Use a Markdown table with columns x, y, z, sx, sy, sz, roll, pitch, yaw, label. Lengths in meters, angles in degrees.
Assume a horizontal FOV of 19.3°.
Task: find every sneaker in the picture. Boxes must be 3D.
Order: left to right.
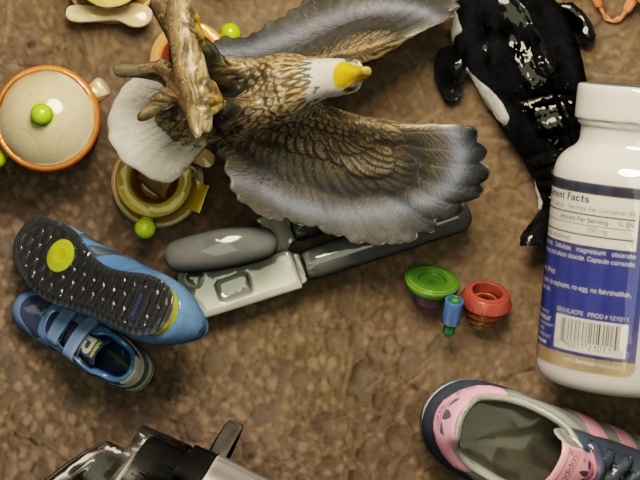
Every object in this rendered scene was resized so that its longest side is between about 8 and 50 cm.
| x | y | z | sx | sy | sz | roll | pitch | yaw | label |
| --- | --- | --- | --- | --- | --- | --- | --- | --- | --- |
| -0.217 | 0.088 | 1.716 | 0.144 | 0.059 | 0.053 | 29 | 89 | 3 | sneaker |
| -0.190 | 0.043 | 1.704 | 0.209 | 0.082 | 0.069 | 25 | 88 | 32 | sneaker |
| 0.240 | 0.214 | 1.671 | 0.319 | 0.131 | 0.112 | 18 | 87 | 1 | sneaker |

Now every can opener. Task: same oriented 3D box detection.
| x | y | z | sx | sy | sz | roll | pitch | yaw | label |
| --- | --- | --- | --- | --- | --- | --- | --- | --- | --- |
| 0.000 | 0.000 | 1.708 | 0.280 | 0.093 | 0.074 | -17 | 87 | -5 | can opener |

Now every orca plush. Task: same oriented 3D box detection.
| x | y | z | sx | sy | sz | roll | pitch | yaw | label |
| --- | --- | --- | --- | --- | --- | --- | --- | --- | --- |
| 0.181 | -0.139 | 1.702 | 0.151 | 0.102 | 0.287 | -3 | 88 | 0 | orca plush |

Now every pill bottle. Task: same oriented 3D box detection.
| x | y | z | sx | sy | sz | roll | pitch | yaw | label |
| --- | --- | --- | --- | --- | --- | --- | --- | --- | --- |
| 0.275 | -0.004 | 1.652 | 0.153 | 0.153 | 0.265 | 5 | 97 | 1 | pill bottle |

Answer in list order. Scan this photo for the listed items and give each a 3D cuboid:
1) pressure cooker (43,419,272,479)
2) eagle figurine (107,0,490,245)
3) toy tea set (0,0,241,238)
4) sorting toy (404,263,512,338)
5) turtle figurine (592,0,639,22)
| x | y | z | sx | sy | sz | roll | pitch | yaw | label |
| --- | --- | --- | --- | --- | --- | --- | --- | --- | --- |
| -0.105 | 0.372 | 1.552 | 0.420 | 0.370 | 0.376 | 26 | 104 | 2 | pressure cooker |
| -0.013 | -0.126 | 1.628 | 0.225 | 0.298 | 0.226 | 37 | 112 | 42 | eagle figurine |
| -0.165 | -0.180 | 1.695 | 0.200 | 0.124 | 0.336 | 18 | 88 | 1 | toy tea set |
| 0.123 | 0.060 | 1.724 | 0.102 | 0.061 | 0.042 | 14 | 122 | 8 | sorting toy |
| 0.371 | -0.196 | 1.711 | 0.217 | 0.087 | 0.269 | -34 | 88 | -1 | turtle figurine |
